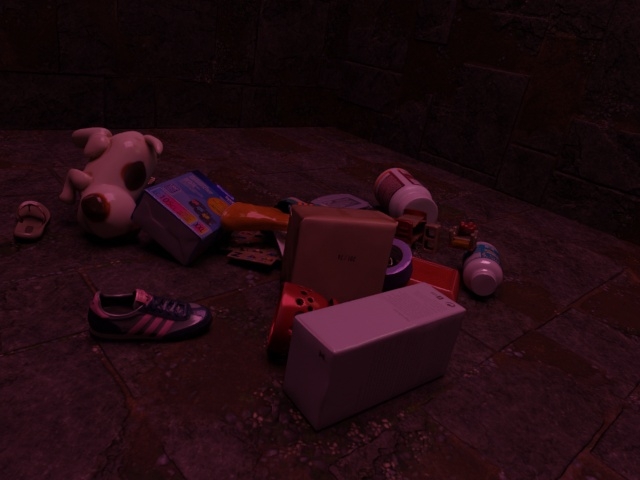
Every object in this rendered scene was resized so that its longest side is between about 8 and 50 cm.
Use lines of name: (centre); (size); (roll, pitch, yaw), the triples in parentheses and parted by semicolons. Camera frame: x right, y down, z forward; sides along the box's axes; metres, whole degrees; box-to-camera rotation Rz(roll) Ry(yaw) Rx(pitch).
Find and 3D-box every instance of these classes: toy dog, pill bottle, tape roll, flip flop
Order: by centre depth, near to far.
flip flop: (-1.039, -0.085, 1.690); (0.112, 0.080, 0.277); (-1, 27, -23)
tape roll: (0.246, 0.083, 1.749); (0.188, 0.080, 0.189); (-7, 42, 6)
toy dog: (-0.758, -0.187, 1.758); (0.394, 0.285, 0.408); (-7, 59, 12)
pill bottle: (0.631, 0.115, 1.842); (0.146, 0.146, 0.264); (15, 25, 10)
pill bottle: (0.421, -0.198, 2.344); (0.223, 0.224, 0.392); (4, 25, -13)

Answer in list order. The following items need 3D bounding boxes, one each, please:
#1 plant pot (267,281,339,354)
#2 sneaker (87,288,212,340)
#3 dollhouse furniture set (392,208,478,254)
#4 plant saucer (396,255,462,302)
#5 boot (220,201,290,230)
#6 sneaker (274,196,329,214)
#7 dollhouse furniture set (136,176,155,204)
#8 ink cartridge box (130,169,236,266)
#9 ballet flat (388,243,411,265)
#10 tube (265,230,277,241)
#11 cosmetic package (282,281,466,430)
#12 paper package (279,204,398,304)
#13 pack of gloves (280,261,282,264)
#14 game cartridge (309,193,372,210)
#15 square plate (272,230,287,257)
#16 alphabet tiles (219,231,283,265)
plant pot: (-0.043, 0.223, 1.294); (0.173, 0.191, 0.191); (13, 24, -7)
sneaker: (-0.444, 0.190, 1.254); (0.318, 0.131, 0.112); (-1, 39, -22)
dollhouse furniture set: (0.480, -0.014, 1.989); (0.373, 0.152, 0.201); (14, 23, 30)
plant saucer: (0.413, 0.141, 1.821); (0.258, 0.048, 0.259); (17, 26, 15)
boot: (-0.209, -0.077, 1.748); (0.211, 0.104, 0.295); (13, 14, 24)
sneaker: (-0.077, -0.119, 2.128); (0.302, 0.108, 0.121); (16, 25, 32)
dollhouse furniture set: (-0.655, -0.169, 2.018); (0.258, 0.135, 0.262); (20, 24, -6)
ink cartridge box: (-0.468, -0.107, 1.774); (0.270, 0.151, 0.395); (41, 26, 1)
ballet flat: (0.286, 0.069, 1.897); (0.213, 0.072, 0.068); (-12, 61, -24)
tube: (-0.204, -0.048, 1.943); (0.080, 0.052, 0.207); (-14, 36, -32)
cosmetic package: (0.144, 0.275, 1.204); (0.452, 0.230, 0.161); (-8, 30, -37)
paper package: (0.052, 0.053, 1.547); (0.324, 0.310, 0.168); (4, 18, -18)
pack of gloves: (-0.031, 0.098, 1.761); (0.231, 0.046, 0.195); (-7, 27, -12)
game cartridge: (0.096, -0.171, 2.364); (0.198, 0.062, 0.297); (25, 28, 38)
square plate: (0.000, 0.000, 1.797); (0.343, 0.049, 0.347); (-6, 26, -14)
alphabet tiles: (-0.214, 0.021, 1.829); (0.284, 0.011, 0.342); (10, 20, 11)
